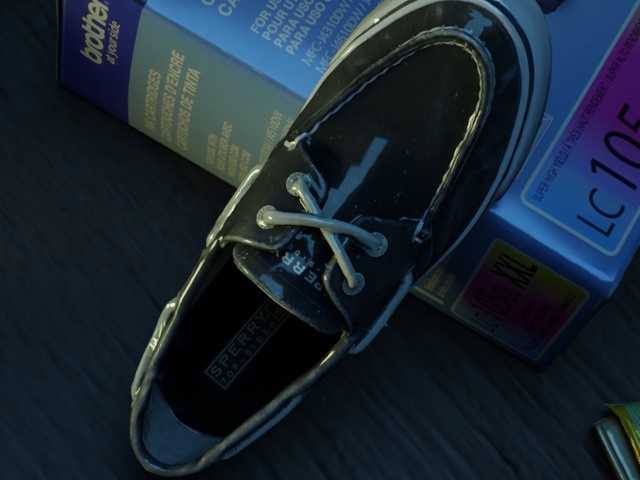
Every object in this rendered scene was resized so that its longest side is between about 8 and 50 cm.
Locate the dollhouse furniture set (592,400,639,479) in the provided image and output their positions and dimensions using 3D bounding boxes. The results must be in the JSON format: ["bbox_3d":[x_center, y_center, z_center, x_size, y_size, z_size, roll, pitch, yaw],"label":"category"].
[{"bbox_3d":[0.213,0.142,0.968,0.076,0.058,0.152,-18,72,-17],"label":"dollhouse furniture set"}]

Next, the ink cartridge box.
[{"bbox_3d":[0.033,-0.147,1.015,0.395,0.151,0.270,30,65,5],"label":"ink cartridge box"}]

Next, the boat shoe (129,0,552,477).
[{"bbox_3d":[0.000,0.000,0.864,0.108,0.301,0.102,41,27,-1],"label":"boat shoe"}]
